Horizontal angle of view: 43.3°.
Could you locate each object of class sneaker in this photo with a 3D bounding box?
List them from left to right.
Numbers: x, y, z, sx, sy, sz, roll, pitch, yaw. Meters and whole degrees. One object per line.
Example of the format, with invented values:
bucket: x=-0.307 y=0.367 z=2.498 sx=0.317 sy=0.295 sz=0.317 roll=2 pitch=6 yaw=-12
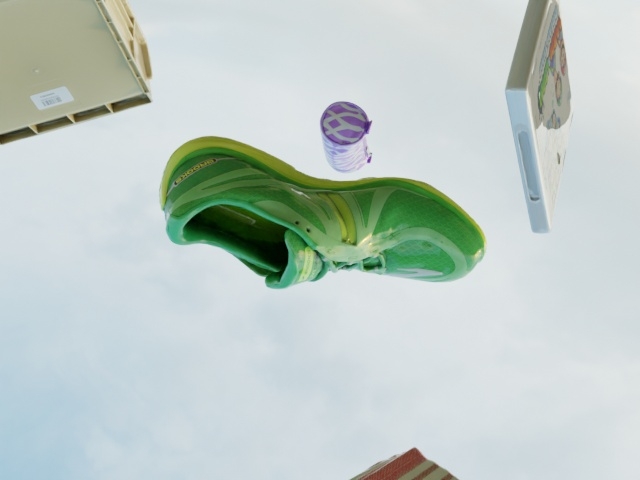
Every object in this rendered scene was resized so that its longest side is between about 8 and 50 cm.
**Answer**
sneaker: x=0.000 y=0.000 z=0.714 sx=0.295 sy=0.109 sz=0.124 roll=12 pitch=-133 yaw=-6

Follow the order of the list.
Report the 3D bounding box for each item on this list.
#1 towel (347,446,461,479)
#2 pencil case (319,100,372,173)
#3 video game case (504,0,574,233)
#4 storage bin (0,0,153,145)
towel: x=0.107 y=0.250 z=0.648 sx=0.197 sy=0.029 sz=0.144 roll=33 pitch=-154 yaw=30
pencil case: x=0.046 y=-0.174 z=1.403 sx=0.088 sy=0.086 sz=0.206 roll=19 pitch=175 yaw=8
video game case: x=0.177 y=-0.110 z=0.637 sx=0.019 sy=0.143 sz=0.157 roll=1 pitch=-133 yaw=26
storage bin: x=-0.394 y=-0.276 z=1.115 sx=0.262 sy=0.260 sz=0.123 roll=-16 pitch=-120 yaw=1
